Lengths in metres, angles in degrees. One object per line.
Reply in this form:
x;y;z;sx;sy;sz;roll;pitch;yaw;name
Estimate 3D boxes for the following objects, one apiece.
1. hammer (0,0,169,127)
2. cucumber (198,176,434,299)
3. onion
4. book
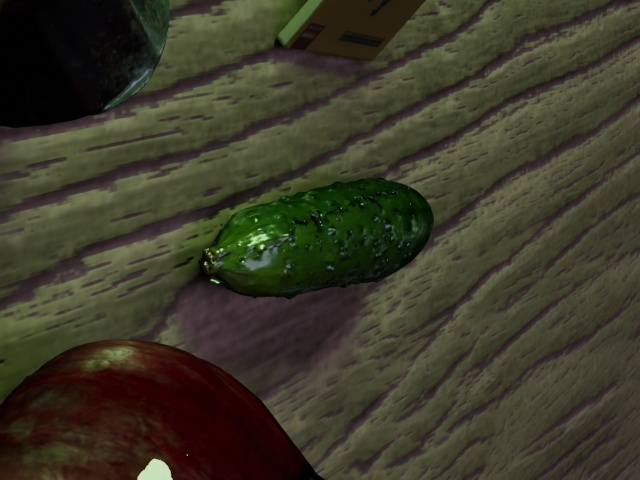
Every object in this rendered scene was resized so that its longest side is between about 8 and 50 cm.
-0.147;-0.030;0.529;0.242;0.095;0.408;68;21;-49;hammer
0.000;0.000;0.977;0.227;0.069;0.069;-13;109;-58;cucumber
-0.086;0.169;0.717;0.246;0.190;0.246;-56;161;-31;onion
0.056;-0.176;0.979;0.172;0.012;0.118;-48;160;21;book
